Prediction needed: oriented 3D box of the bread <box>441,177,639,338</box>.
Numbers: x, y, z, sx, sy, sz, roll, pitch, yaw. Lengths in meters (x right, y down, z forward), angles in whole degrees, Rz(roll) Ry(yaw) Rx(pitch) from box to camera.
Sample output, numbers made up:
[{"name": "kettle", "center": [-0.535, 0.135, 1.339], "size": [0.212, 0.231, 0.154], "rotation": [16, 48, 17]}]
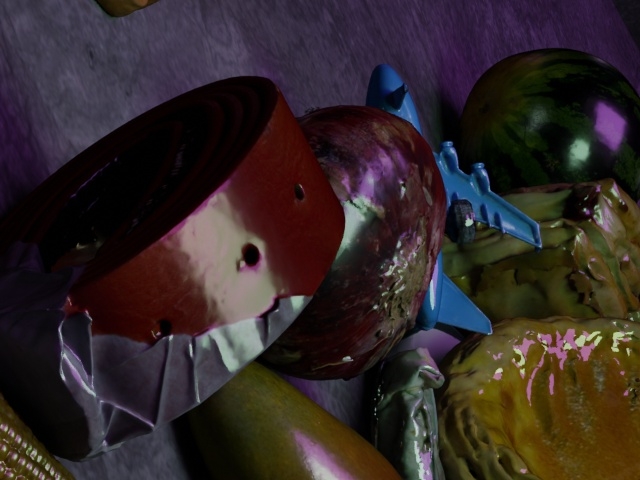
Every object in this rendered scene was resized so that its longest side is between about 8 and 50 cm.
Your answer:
[{"name": "bread", "center": [0.236, 0.071, 2.141], "size": [0.324, 0.277, 0.167], "rotation": [46, 35, -56]}]

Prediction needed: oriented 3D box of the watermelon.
[{"name": "watermelon", "center": [0.291, -0.115, 2.500], "size": [0.269, 0.269, 0.269], "rotation": [53, 25, -40]}]

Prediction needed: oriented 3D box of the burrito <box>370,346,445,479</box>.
[{"name": "burrito", "center": [0.081, 0.246, 1.702], "size": [0.096, 0.066, 0.309], "rotation": [23, 65, -81]}]

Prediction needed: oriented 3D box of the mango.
[{"name": "mango", "center": [-0.004, 0.211, 1.572], "size": [0.289, 0.129, 0.146], "rotation": [49, 29, -28]}]

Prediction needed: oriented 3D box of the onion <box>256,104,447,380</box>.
[{"name": "onion", "center": [0.000, 0.000, 1.684], "size": [0.246, 0.190, 0.246], "rotation": [-34, 130, -53]}]

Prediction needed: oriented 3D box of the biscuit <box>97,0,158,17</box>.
[{"name": "biscuit", "center": [-0.168, -0.325, 1.759], "size": [0.202, 0.047, 0.334], "rotation": [56, 24, -36]}]

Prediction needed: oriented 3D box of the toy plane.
[{"name": "toy plane", "center": [0.080, -0.037, 1.858], "size": [0.105, 0.254, 0.271], "rotation": [146, -63, -75]}]

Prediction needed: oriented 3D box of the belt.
[{"name": "belt", "center": [-0.115, 0.017, 1.308], "size": [0.115, 0.227, 0.324], "rotation": [60, 34, -20]}]

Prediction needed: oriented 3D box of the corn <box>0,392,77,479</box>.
[{"name": "corn", "center": [-0.179, 0.169, 1.209], "size": [0.080, 0.080, 0.231], "rotation": [-87, 153, -48]}]

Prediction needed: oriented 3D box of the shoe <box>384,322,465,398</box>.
[{"name": "shoe", "center": [0.174, 0.209, 2.045], "size": [0.363, 0.132, 0.160], "rotation": [47, 30, -34]}]

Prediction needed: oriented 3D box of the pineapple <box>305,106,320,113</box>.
[{"name": "pineapple", "center": [0.036, -0.030, 1.941], "size": [0.221, 0.103, 0.083], "rotation": [67, 19, -7]}]

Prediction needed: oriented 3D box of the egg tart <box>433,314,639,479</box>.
[{"name": "egg tart", "center": [0.270, 0.224, 1.837], "size": [0.388, 0.388, 0.169], "rotation": [-83, -171, -52]}]
